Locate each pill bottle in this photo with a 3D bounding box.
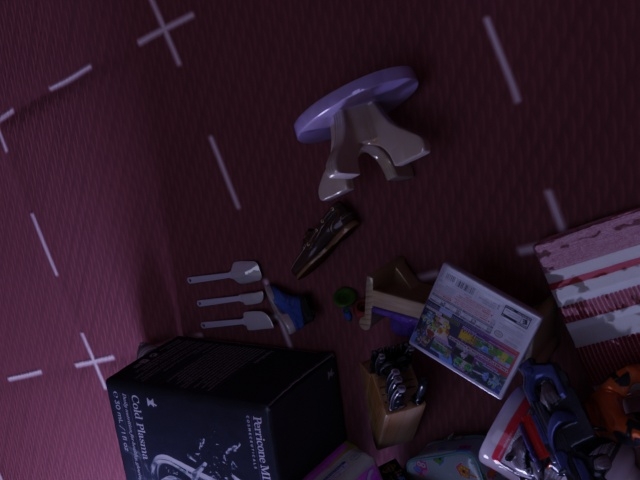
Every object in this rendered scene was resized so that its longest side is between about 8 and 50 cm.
[{"bbox_3d":[0.474,0.422,1.588,0.318,0.176,0.176,29,121,22],"label":"pill bottle"}]

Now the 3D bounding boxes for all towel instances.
[{"bbox_3d":[0.549,0.115,1.510,0.237,0.037,0.329,-21,96,31],"label":"towel"}]

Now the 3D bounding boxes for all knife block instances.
[{"bbox_3d":[0.160,0.335,1.731,0.088,0.242,0.276,-13,104,-10],"label":"knife block"}]

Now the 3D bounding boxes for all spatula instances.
[{"bbox_3d":[-0.220,0.138,2.040,0.242,0.019,0.168,-8,103,39],"label":"spatula"}]

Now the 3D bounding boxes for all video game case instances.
[{"bbox_3d":[0.278,0.161,1.533,0.201,0.023,0.184,30,117,21],"label":"video game case"}]

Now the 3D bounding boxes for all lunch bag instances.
[{"bbox_3d":[0.312,0.541,1.774,0.224,0.107,0.279,-24,91,48],"label":"lunch bag"}]

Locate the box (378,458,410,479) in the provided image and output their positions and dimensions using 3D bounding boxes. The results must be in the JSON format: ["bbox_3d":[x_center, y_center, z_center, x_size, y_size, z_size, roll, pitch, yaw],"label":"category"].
[{"bbox_3d":[0.196,0.582,1.798,0.051,0.220,0.175,-25,99,-6],"label":"box"}]

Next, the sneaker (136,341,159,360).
[{"bbox_3d":[-0.414,0.388,2.229,0.115,0.105,0.282,32,134,61],"label":"sneaker"}]

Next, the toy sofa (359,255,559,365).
[{"bbox_3d":[0.267,0.166,1.647,0.362,0.150,0.177,14,113,28],"label":"toy sofa"}]

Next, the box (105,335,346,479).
[{"bbox_3d":[-0.200,0.509,1.994,0.471,0.297,0.480,1,108,31],"label":"box"}]

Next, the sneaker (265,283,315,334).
[{"bbox_3d":[-0.064,0.141,1.920,0.152,0.084,0.058,52,164,47],"label":"sneaker"}]

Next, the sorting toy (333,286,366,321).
[{"bbox_3d":[0.072,0.146,1.835,0.102,0.061,0.042,26,154,31],"label":"sorting toy"}]

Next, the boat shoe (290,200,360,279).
[{"bbox_3d":[0.000,0.000,1.814,0.073,0.073,0.207,50,119,10],"label":"boat shoe"}]

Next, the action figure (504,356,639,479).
[{"bbox_3d":[0.481,0.354,1.428,0.330,0.178,0.342,-19,56,16],"label":"action figure"}]

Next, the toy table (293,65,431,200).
[{"bbox_3d":[0.081,-0.193,1.598,0.274,0.252,0.161,-29,74,48],"label":"toy table"}]

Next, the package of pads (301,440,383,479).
[{"bbox_3d":[0.052,0.605,1.807,0.101,0.229,0.297,15,132,50],"label":"package of pads"}]
